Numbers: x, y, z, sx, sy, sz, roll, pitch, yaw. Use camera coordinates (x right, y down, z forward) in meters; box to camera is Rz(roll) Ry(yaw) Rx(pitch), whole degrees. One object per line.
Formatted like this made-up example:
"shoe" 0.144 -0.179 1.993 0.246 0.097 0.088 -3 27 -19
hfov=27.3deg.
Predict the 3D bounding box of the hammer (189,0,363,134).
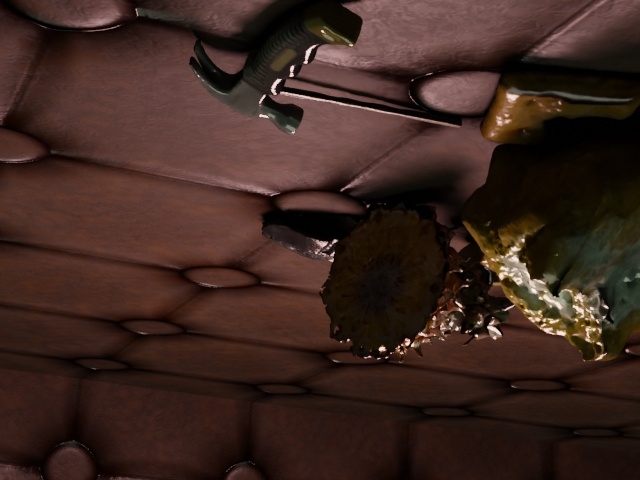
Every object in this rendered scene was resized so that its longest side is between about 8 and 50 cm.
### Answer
"hammer" -0.044 -0.203 1.472 0.159 0.041 0.226 27 149 -23

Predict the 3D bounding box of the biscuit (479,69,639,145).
"biscuit" 0.285 -0.157 1.593 0.174 0.039 0.183 3 163 -6

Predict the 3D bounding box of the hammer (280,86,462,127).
"hammer" 0.044 -0.168 1.635 0.292 0.029 0.058 8 164 -21

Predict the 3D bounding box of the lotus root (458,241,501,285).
"lotus root" 0.305 0.031 2.129 0.183 0.077 0.090 -7 167 41

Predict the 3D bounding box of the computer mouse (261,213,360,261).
"computer mouse" 0.000 0.000 2.125 0.192 0.062 0.106 2 163 1

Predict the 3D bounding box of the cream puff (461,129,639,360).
"cream puff" 0.345 -0.028 1.706 0.274 0.270 0.323 -36 139 -1

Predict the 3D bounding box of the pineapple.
"pineapple" 0.181 0.083 2.043 0.262 0.262 0.271 -12 158 41
